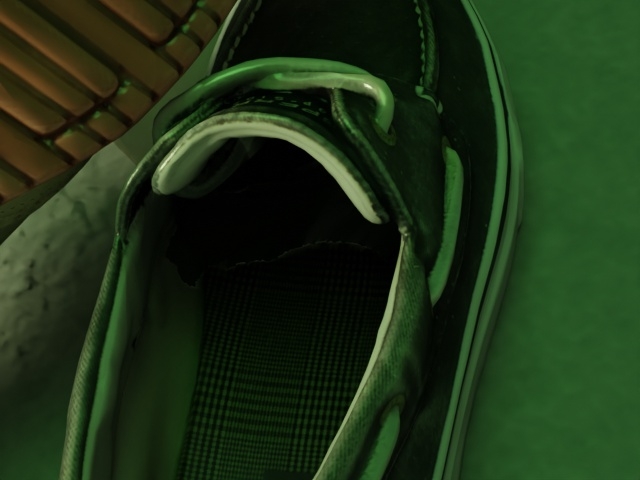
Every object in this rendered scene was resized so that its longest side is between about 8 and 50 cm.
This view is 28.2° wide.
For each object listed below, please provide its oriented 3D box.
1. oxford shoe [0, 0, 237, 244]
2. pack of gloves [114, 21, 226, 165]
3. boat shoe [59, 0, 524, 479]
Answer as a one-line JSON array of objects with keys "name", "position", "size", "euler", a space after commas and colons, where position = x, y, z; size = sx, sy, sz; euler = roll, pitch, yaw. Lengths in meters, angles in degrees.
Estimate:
[{"name": "oxford shoe", "position": [-0.145, -0.045, 0.401], "size": [0.140, 0.146, 0.397], "euler": [43, 84, -9]}, {"name": "pack of gloves", "position": [-0.111, -0.168, 0.503], "size": [0.046, 0.232, 0.195], "euler": [-12, 42, 45]}, {"name": "boat shoe", "position": [0.000, 0.000, 0.387], "size": [0.121, 0.119, 0.335], "euler": [-5, 53, 12]}]
